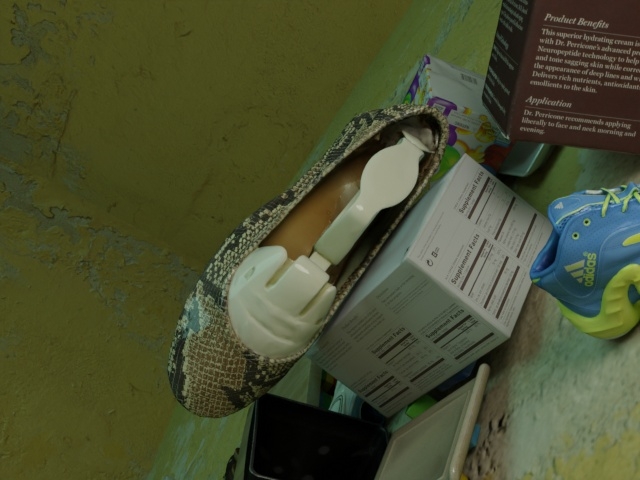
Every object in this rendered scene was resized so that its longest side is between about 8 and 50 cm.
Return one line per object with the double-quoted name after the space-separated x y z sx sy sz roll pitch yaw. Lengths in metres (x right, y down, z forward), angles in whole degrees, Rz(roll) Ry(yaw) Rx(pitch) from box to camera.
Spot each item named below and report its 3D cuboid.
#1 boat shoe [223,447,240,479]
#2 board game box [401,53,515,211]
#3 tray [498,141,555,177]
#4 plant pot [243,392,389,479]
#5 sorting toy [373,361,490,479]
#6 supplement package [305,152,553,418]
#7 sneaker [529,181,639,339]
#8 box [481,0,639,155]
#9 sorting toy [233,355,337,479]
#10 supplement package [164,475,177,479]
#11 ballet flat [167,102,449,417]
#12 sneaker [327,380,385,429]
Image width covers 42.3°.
-0.149 0.460 1.578 0.073 0.073 0.207 -63 4 -3 "boat shoe"
0.168 -0.110 1.247 0.142 0.144 0.275 -86 17 -53 "board game box"
0.296 -0.159 1.218 0.145 0.030 0.270 -61 11 3 "tray"
-0.022 0.332 1.063 0.187 0.188 0.167 -95 24 -71 "plant pot"
0.117 0.246 0.898 0.196 0.047 0.348 -49 4 37 "sorting toy"
0.130 0.061 1.026 0.262 0.145 0.204 -47 6 48 "supplement package"
0.273 -0.015 0.705 0.240 0.126 0.091 -55 13 31 "sneaker"
0.285 -0.215 0.892 0.167 0.168 0.203 -86 4 -67 "box"
-0.044 0.308 1.423 0.257 0.089 0.255 -55 13 26 "sorting toy"
-0.220 0.558 1.304 0.263 0.198 0.199 -62 10 -2 "supplement package"
0.000 0.000 0.986 0.483 0.164 0.182 -51 13 -23 "ballet flat"
0.039 0.270 1.194 0.085 0.086 0.237 -27 -34 -50 "sneaker"
